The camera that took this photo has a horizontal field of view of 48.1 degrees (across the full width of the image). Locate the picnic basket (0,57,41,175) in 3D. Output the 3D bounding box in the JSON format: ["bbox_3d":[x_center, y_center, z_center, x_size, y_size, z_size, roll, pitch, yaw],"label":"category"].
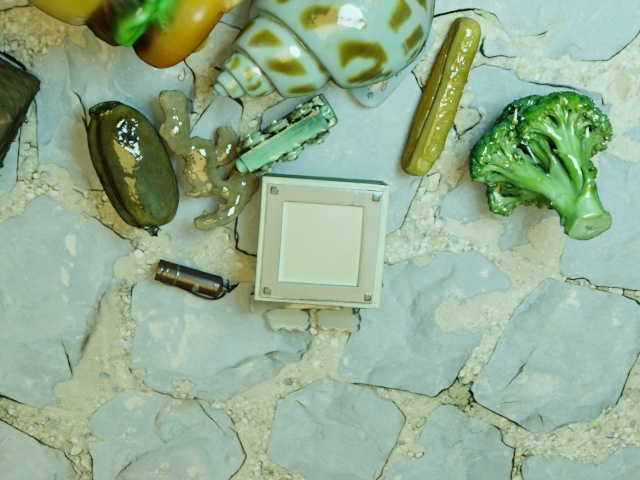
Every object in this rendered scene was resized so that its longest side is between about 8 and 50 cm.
[{"bbox_3d":[-0.638,-0.217,1.126,0.321,0.291,0.254,29,108,-22],"label":"picnic basket"}]

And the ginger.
[{"bbox_3d":[-0.199,-0.155,1.274,0.149,0.065,0.259,-30,106,-29],"label":"ginger"}]

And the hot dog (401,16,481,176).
[{"bbox_3d":[0.213,-0.246,1.254,0.061,0.088,0.286,14,113,-13],"label":"hot dog"}]

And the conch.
[{"bbox_3d":[0.004,-0.330,1.148,0.368,0.197,0.249,-27,112,21],"label":"conch"}]

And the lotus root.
[{"bbox_3d":[-0.324,-0.128,1.256,0.124,0.123,0.241,2,117,38],"label":"lotus root"}]

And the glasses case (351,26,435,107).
[{"bbox_3d":[0.125,-0.310,1.245,0.067,0.045,0.178,38,105,-12],"label":"glasses case"}]

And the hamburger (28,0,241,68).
[{"bbox_3d":[-0.225,-0.453,1.005,0.277,0.396,0.396,22,110,-27],"label":"hamburger"}]

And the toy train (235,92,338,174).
[{"bbox_3d":[-0.060,-0.181,1.249,0.194,0.125,0.081,-29,102,12],"label":"toy train"}]

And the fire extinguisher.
[{"bbox_3d":[-0.242,0.083,1.391,0.157,0.045,0.078,16,138,-9],"label":"fire extinguisher"}]

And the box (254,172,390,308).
[{"bbox_3d":[0.000,0.000,1.298,0.225,0.117,0.225,4,99,-3],"label":"box"}]

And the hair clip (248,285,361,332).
[{"bbox_3d":[-0.028,0.118,1.401,0.220,0.054,0.140,0,107,-1],"label":"hair clip"}]

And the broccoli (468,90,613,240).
[{"bbox_3d":[0.401,-0.110,1.225,0.269,0.269,0.254,40,117,-15],"label":"broccoli"}]
